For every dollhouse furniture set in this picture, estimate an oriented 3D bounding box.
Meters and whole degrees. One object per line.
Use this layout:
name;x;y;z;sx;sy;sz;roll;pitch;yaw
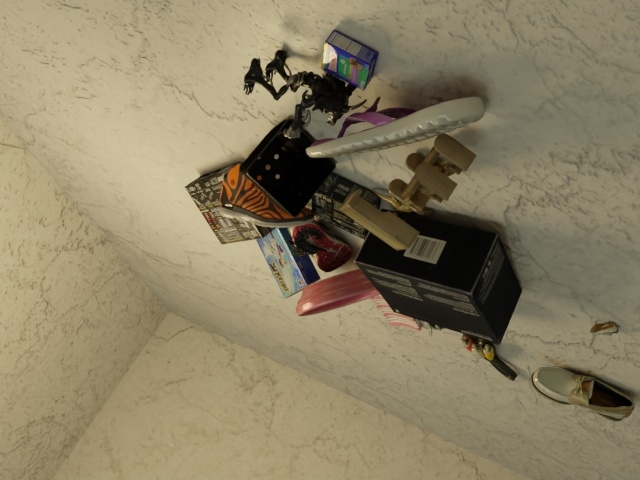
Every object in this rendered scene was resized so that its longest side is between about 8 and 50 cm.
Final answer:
dollhouse furniture set;0.179;-0.124;1.502;0.161;0.242;0.212;35;172;-6

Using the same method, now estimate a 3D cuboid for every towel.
towel;0.261;0.251;2.443;0.144;0.029;0.197;6;146;44

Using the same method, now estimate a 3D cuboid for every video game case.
video game case;-0.122;0.045;2.311;0.269;0.061;0.244;63;156;5

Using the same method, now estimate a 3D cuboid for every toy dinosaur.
toy dinosaur;0.201;-0.101;1.789;0.183;0.053;0.092;23;157;19

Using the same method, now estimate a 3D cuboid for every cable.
cable;0.556;0.397;2.316;0.139;0.072;0.287;15;152;46

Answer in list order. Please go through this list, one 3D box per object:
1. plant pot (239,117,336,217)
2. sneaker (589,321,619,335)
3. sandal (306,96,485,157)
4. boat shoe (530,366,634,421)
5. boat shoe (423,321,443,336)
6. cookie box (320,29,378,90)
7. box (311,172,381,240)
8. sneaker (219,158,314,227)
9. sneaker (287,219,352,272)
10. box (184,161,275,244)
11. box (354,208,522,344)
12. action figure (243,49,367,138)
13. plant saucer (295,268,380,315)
plant pot;-0.108;-0.196;1.846;0.187;0.188;0.167;43;167;-26
sneaker;0.748;0.240;1.818;0.037;0.032;0.083;37;157;-10
sandal;0.151;-0.254;1.458;0.416;0.102;0.169;-9;179;35
boat shoe;0.797;0.452;2.095;0.302;0.113;0.103;17;154;6
boat shoe;0.353;0.216;2.057;0.367;0.156;0.136;12;128;36
cookie box;0.059;-0.374;1.438;0.107;0.040;0.092;29;157;7
box;0.069;-0.098;1.924;0.180;0.077;0.147;26;156;13
sneaker;-0.163;-0.141;1.997;0.321;0.124;0.180;10;105;26
sneaker;0.000;0.000;2.190;0.299;0.121;0.112;44;-169;-49
box;-0.297;-0.114;2.260;0.307;0.076;0.242;-9;116;57
box;0.319;0.095;1.843;0.343;0.179;0.312;15;157;34
action figure;-0.029;-0.315;1.527;0.275;0.164;0.141;32;139;25
plant saucer;0.074;0.161;2.231;0.332;0.332;0.084;-38;68;65
